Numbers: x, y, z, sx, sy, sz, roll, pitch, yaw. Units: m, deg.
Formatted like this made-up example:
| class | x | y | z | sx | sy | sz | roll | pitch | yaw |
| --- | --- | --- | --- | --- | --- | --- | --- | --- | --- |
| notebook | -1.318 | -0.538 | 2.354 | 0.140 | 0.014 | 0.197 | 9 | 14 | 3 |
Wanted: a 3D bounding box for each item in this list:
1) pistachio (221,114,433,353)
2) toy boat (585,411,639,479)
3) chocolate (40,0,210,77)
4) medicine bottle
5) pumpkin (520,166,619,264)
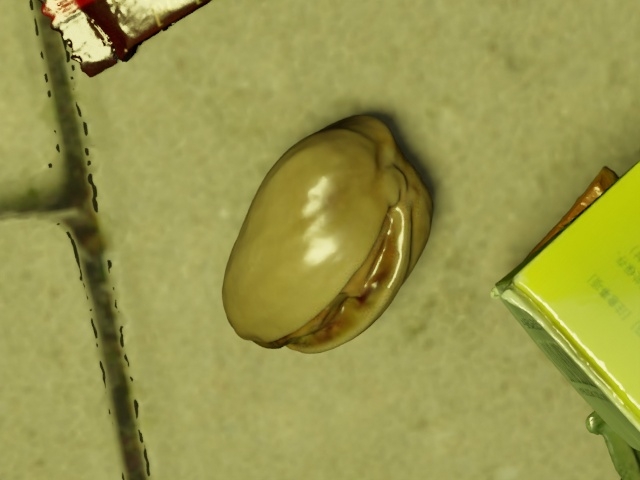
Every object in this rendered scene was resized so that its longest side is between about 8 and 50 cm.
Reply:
| class | x | y | z | sx | sy | sz | roll | pitch | yaw |
| --- | --- | --- | --- | --- | --- | --- | --- | --- | --- |
| pistachio | 0.000 | 0.000 | 0.884 | 0.113 | 0.113 | 0.149 | 40 | 108 | -6 |
| toy boat | 0.303 | 0.076 | 0.905 | 0.293 | 0.055 | 0.093 | -21 | 100 | 8 |
| chocolate | -0.081 | -0.168 | 0.887 | 0.183 | 0.028 | 0.086 | -26 | 102 | 7 |
| medicine bottle | 0.225 | -0.005 | 0.818 | 0.250 | 0.137 | 0.141 | -41 | 88 | -1 |
| pumpkin | 0.170 | 0.010 | 0.909 | 0.073 | 0.035 | 0.101 | 34 | 100 | -7 |
